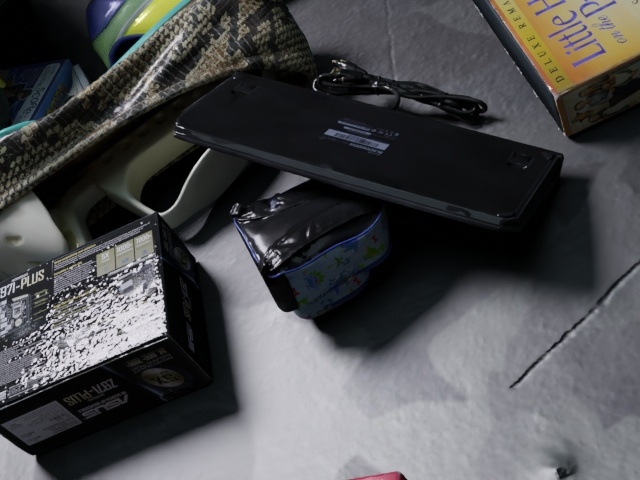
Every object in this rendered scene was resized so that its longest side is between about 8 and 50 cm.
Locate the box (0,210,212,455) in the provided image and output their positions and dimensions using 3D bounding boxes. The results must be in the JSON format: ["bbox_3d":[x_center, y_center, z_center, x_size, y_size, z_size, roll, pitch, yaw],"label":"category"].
[{"bbox_3d":[-0.197,0.081,0.836,0.180,0.077,0.147,-24,46,8],"label":"box"}]

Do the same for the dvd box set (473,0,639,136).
[{"bbox_3d":[0.347,-0.291,0.865,0.421,0.062,0.307,-26,46,6],"label":"dvd box set"}]

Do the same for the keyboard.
[{"bbox_3d":[0.048,-0.093,0.825,0.317,0.033,0.201,19,40,22],"label":"keyboard"}]

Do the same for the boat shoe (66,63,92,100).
[{"bbox_3d":[-0.281,-0.170,1.122,0.035,0.035,0.100,-30,52,-1],"label":"boat shoe"}]

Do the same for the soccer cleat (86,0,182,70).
[{"bbox_3d":[-0.131,-0.274,1.109,0.289,0.093,0.121,-19,77,7],"label":"soccer cleat"}]

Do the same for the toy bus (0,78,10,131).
[{"bbox_3d":[-0.466,-0.142,1.025,0.150,0.211,0.220,-12,49,22],"label":"toy bus"}]

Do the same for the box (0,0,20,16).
[{"bbox_3d":[-0.553,-0.334,1.147,0.293,0.212,0.395,-42,7,-10],"label":"box"}]

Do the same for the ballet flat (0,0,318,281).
[{"bbox_3d":[-0.209,-0.069,0.934,0.483,0.164,0.182,-36,70,-5],"label":"ballet flat"}]

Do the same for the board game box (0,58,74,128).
[{"bbox_3d":[-0.381,-0.127,1.138,0.136,0.035,0.201,-1,54,28],"label":"board game box"}]

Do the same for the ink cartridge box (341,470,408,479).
[{"bbox_3d":[0.013,0.235,0.605,0.109,0.063,0.150,-14,48,18],"label":"ink cartridge box"}]

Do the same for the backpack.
[{"bbox_3d":[0.000,0.000,0.792,0.114,0.084,0.105,-28,44,-5],"label":"backpack"}]
